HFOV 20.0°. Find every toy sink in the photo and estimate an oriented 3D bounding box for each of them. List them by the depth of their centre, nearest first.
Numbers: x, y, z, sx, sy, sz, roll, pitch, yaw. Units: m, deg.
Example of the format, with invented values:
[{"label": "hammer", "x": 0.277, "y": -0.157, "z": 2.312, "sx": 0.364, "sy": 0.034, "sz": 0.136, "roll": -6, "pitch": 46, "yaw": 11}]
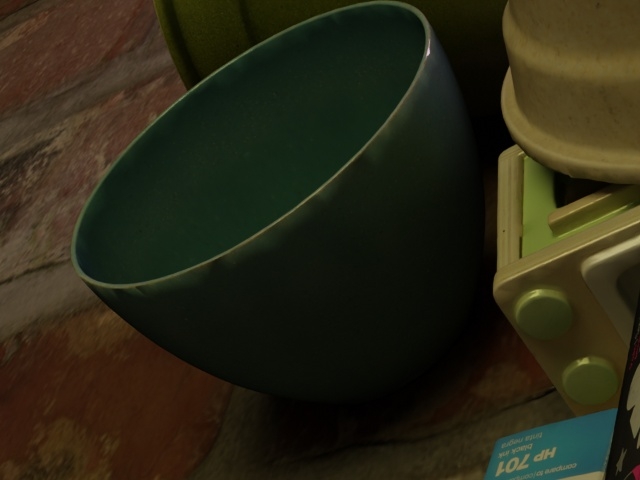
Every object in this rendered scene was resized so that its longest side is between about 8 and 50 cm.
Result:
[{"label": "toy sink", "x": 0.195, "y": 0.016, "z": 1.063, "sx": 0.152, "sy": 0.131, "sz": 0.234, "roll": -26, "pitch": 28, "yaw": 22}]

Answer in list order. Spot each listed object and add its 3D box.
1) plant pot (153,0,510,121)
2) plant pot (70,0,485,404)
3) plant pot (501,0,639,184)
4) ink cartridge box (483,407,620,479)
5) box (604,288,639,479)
[{"label": "plant pot", "x": 0.112, "y": -0.247, "z": 1.410, "sx": 0.353, "sy": 0.366, "sz": 0.366, "roll": -1, "pitch": 42, "yaw": 34}, {"label": "plant pot", "x": 0.000, "y": 0.000, "z": 1.259, "sx": 0.290, "sy": 0.195, "sz": 0.290, "roll": -28, "pitch": 27, "yaw": 16}, {"label": "plant pot", "x": 0.214, "y": -0.250, "z": 1.028, "sx": 0.333, "sy": 0.305, "sz": 0.334, "roll": -19, "pitch": 26, "yaw": 10}, {"label": "ink cartridge box", "x": 0.124, "y": 0.196, "z": 0.837, "sx": 0.082, "sy": 0.140, "sz": 0.191, "roll": -18, "pitch": 31, "yaw": 37}, {"label": "box", "x": 0.224, "y": 0.081, "z": 0.789, "sx": 0.142, "sy": 0.163, "sz": 0.247, "roll": 114, "pitch": 177, "yaw": -48}]
